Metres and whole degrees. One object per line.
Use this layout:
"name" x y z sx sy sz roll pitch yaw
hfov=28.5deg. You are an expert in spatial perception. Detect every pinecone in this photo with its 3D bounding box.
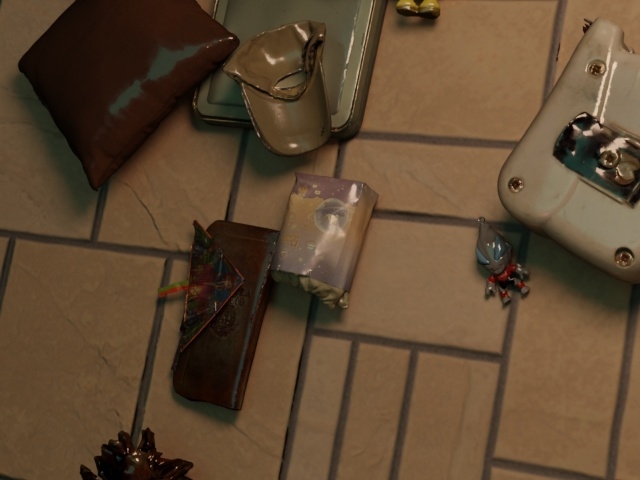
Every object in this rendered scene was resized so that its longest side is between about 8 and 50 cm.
"pinecone" -0.253 0.361 1.670 0.184 0.179 0.204 39 80 6

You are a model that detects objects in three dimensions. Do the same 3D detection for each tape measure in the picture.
"tape measure" 0.353 -0.102 1.493 0.265 0.130 0.258 34 92 28

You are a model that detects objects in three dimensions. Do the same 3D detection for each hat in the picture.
"hat" -0.044 -0.202 1.702 0.147 0.085 0.175 -11 100 14

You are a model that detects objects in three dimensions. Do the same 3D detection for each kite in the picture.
"kite" -0.166 0.061 1.749 0.159 0.010 0.190 -3 74 35

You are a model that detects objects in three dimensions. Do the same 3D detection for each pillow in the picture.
"pillow" -0.291 -0.273 1.848 0.305 0.108 0.308 -44 54 12

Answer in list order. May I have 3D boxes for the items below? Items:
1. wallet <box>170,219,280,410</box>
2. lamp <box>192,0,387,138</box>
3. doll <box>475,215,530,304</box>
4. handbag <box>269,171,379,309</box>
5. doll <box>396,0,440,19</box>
"wallet" -0.133 0.101 1.742 0.137 0.031 0.255 9 81 32
"lamp" -0.042 -0.285 1.774 0.266 0.047 0.269 9 83 27
"doll" 0.220 0.022 1.581 0.057 0.039 0.114 -39 72 51
"handbag" 0.000 0.000 1.665 0.117 0.095 0.173 9 80 31
"doll" 0.137 -0.401 1.691 0.129 0.081 0.207 4 78 9
